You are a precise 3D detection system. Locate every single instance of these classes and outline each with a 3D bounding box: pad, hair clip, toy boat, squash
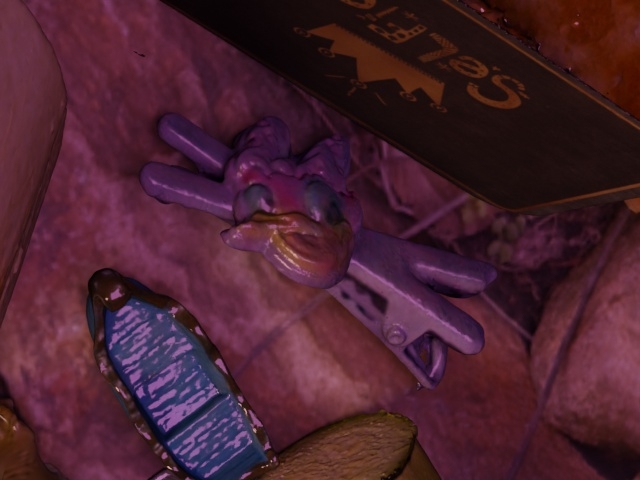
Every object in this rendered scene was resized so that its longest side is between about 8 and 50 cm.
[{"bbox_3d":[0.045,-0.093,1.054,0.375,0.315,0.063,30,72,-19],"label":"pad"},{"bbox_3d":[0.012,-0.004,1.180,0.278,0.090,0.137,37,47,-24],"label":"hair clip"},{"bbox_3d":[-0.097,0.092,1.153,0.075,0.077,0.185,-36,106,-15],"label":"toy boat"},{"bbox_3d":[0.059,0.252,1.206,0.132,0.132,0.247,-32,107,-14],"label":"squash"}]

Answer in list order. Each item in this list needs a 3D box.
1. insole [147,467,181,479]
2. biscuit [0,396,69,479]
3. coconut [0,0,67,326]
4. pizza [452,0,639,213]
[{"bbox_3d":[-0.128,0.264,1.204,0.080,0.003,0.232,19,90,-21],"label":"insole"},{"bbox_3d":[-0.195,0.290,1.144,0.335,0.078,0.329,28,92,-18],"label":"biscuit"},{"bbox_3d":[-0.291,-0.034,0.939,0.323,0.323,0.323,-3,98,-20],"label":"coconut"},{"bbox_3d":[0.187,-0.163,1.186,0.440,0.130,0.406,-32,110,-33],"label":"pizza"}]
